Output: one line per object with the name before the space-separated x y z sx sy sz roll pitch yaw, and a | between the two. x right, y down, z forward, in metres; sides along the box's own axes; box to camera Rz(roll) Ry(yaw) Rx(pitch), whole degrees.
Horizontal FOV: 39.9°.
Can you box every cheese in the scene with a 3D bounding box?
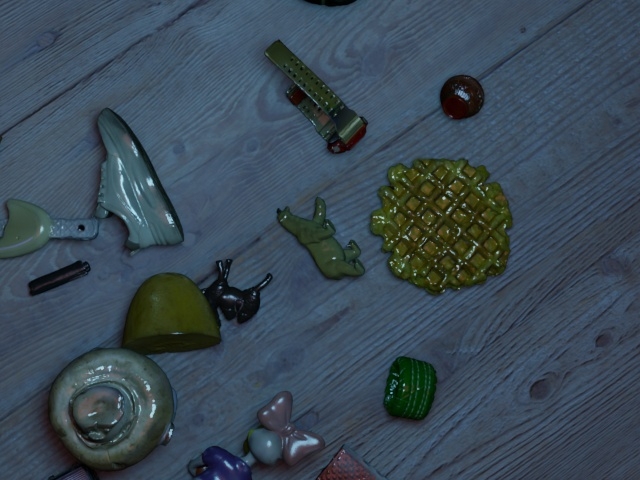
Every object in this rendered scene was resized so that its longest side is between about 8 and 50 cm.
cheese | -0.571 -0.022 1.814 0.235 0.050 0.127 2 79 8

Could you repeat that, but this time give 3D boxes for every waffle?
waffle | 0.267 -0.032 1.943 0.325 0.068 0.302 -4 88 -6

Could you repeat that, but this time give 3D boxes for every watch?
watch | -0.017 -0.300 1.862 0.268 0.165 0.102 44 82 -6

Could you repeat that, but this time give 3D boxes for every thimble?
thimble | 0.192 0.321 1.894 0.090 0.118 0.130 13 113 -11

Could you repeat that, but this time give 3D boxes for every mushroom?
mushroom | -0.405 0.330 1.733 0.254 0.184 0.255 1 73 -3

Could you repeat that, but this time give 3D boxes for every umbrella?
umbrella | -0.546 0.076 1.842 0.133 0.031 0.036 -22 93 -9

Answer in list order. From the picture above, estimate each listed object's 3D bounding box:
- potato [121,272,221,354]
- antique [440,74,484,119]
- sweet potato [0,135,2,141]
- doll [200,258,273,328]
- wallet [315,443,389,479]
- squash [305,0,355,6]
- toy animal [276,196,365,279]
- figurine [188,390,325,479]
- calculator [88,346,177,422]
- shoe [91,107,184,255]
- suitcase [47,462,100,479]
potato | -0.308 0.144 1.814 0.203 0.178 0.158 -12 71 30
antique | 0.314 -0.318 1.946 0.104 0.104 0.104 0 88 -8
sweet potato | -0.740 -0.141 1.813 0.218 0.051 0.065 -36 91 -7
doll | -0.192 0.125 1.879 0.139 0.057 0.165 21 94 -8
wallet | 0.095 0.542 1.918 0.196 0.020 0.103 40 82 -5
squash | 0.017 -0.627 1.881 0.252 0.165 0.252 0 86 -6
toy animal | 0.000 0.000 1.901 0.101 0.103 0.219 -36 98 16
figurine | -0.201 0.482 1.794 0.421 0.193 0.154 -36 89 -12
calculator | -0.420 0.326 1.843 0.246 0.045 0.141 31 84 -5
shoe | -0.414 -0.107 1.829 0.159 0.124 0.316 -30 91 0
suitcase | -0.518 0.516 1.814 0.126 0.059 0.086 -27 93 -8
